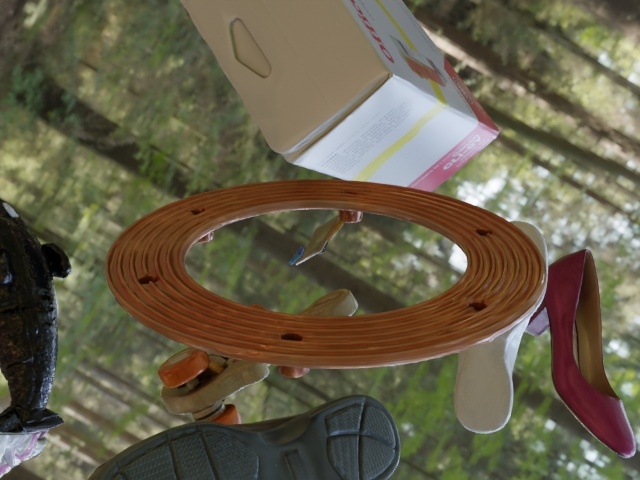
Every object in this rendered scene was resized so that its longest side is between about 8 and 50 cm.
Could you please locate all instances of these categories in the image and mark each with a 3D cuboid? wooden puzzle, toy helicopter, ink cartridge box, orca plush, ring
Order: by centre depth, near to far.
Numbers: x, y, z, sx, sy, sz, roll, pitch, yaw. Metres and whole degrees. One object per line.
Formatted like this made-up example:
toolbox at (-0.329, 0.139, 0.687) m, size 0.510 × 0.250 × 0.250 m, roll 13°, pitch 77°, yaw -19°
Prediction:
ring at (0.004, 0.021, 0.844) m, size 0.337 × 0.336 × 0.032 m, roll -66°, pitch 158°, yaw -66°
orca plush at (-0.354, 0.065, 1.177) m, size 0.102 × 0.151 × 0.287 m, roll 94°, pitch -8°, yaw -67°
ink cartridge box at (0.035, -0.218, 1.357) m, size 0.160 × 0.279 × 0.384 m, roll -39°, pitch 160°, yaw 19°
wooden puzzle at (0.000, 0.000, 1.458) m, size 0.079 × 0.014 × 0.116 m, roll -55°, pitch -167°, yaw -22°
toy helicopter at (-0.101, 0.179, 1.794) m, size 0.355 × 0.140 × 0.235 m, roll -29°, pitch -170°, yaw -7°

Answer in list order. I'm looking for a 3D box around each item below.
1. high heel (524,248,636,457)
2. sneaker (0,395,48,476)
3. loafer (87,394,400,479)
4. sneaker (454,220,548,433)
high heel at (0.489, 0.192, 1.930) m, size 0.181 × 0.377 × 0.127 m, roll -44°, pitch 145°, yaw 21°
sneaker at (-0.446, 0.284, 1.555) m, size 0.111 × 0.103 × 0.252 m, roll -13°, pitch 166°, yaw -29°
loafer at (-0.059, 0.173, 0.772) m, size 0.267 × 0.096 × 0.084 m, roll -5°, pitch 168°, yaw -42°
sneaker at (0.174, 0.081, 1.098) m, size 0.094 × 0.080 × 0.212 m, roll -35°, pitch 138°, yaw -80°
